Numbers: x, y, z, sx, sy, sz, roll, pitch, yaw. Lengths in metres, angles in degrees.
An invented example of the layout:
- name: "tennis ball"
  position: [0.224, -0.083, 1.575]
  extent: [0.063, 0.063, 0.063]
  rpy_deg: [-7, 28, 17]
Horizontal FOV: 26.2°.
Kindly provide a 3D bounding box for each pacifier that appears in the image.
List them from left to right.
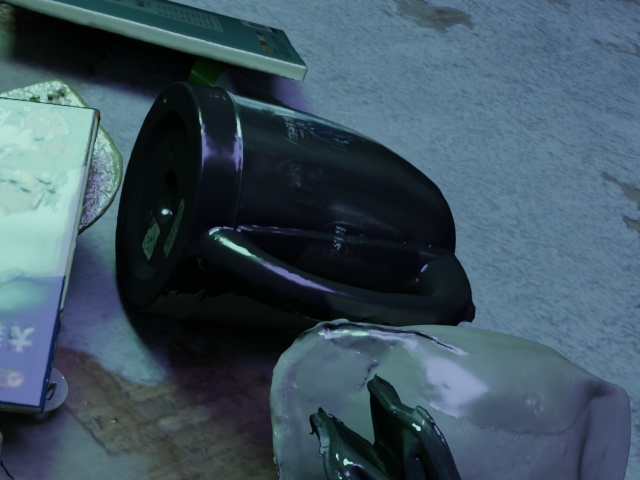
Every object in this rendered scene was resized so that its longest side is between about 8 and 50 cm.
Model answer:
- name: "pacifier"
  position: [-0.254, 0.110, 1.183]
  extent: [0.083, 0.064, 0.068]
  rpy_deg: [21, 39, -2]

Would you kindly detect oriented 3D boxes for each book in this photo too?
- name: "book"
  position: [-0.327, -0.004, 1.198]
  extent: [0.228, 0.018, 0.322]
  rpy_deg: [6, 55, -4]
- name: "book"
  position: [-0.213, -0.285, 1.759]
  extent: [0.379, 0.031, 0.264]
  rpy_deg: [13, 15, -12]

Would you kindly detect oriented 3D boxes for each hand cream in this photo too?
- name: "hand cream"
  position: [-0.039, -0.148, 1.723]
  extent: [0.275, 0.050, 0.079]
  rpy_deg: [32, 58, 5]

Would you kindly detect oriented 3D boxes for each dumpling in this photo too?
- name: "dumpling"
  position: [0.128, 0.205, 1.199]
  extent: [0.341, 0.181, 0.260]
  rpy_deg: [25, 62, -46]

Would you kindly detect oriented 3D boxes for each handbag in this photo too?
- name: "handbag"
  position: [0.086, 0.230, 0.986]
  extent: [0.260, 0.079, 0.247]
  rpy_deg: [61, -3, -3]

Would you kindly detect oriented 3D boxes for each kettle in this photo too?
- name: "kettle"
  position: [0.000, 0.000, 1.338]
  extent: [0.324, 0.228, 0.321]
  rpy_deg: [10, 19, -26]

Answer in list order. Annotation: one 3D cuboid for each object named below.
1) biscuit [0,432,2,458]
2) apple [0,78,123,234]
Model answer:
- name: "biscuit"
  position: [-0.377, 0.189, 0.983]
  extent: [0.281, 0.084, 0.179]
  rpy_deg: [10, 38, -14]
- name: "apple"
  position: [-0.321, -0.036, 1.310]
  extent: [0.265, 0.120, 0.193]
  rpy_deg: [-20, 61, -24]
